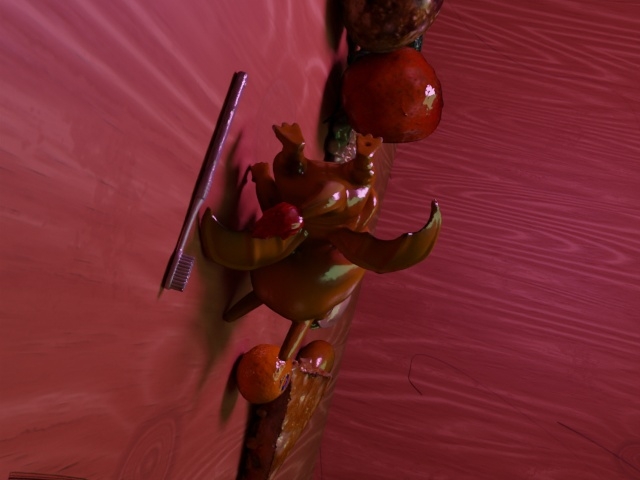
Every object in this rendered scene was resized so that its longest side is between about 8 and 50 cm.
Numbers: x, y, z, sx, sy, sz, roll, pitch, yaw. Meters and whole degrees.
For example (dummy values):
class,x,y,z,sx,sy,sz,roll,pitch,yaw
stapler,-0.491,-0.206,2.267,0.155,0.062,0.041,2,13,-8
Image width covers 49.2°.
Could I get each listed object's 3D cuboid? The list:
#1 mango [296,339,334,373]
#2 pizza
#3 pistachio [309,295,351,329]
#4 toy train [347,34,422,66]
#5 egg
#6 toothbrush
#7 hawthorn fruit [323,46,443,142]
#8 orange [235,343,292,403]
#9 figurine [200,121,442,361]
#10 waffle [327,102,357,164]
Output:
class,x,y,z,sx,sy,sz,roll,pitch,yaw
mango,-0.032,0.414,2.214,0.138,0.113,0.253,99,18,-46
pizza,-0.094,0.417,1.840,0.440,0.130,0.406,-53,157,-40
pistachio,0.022,0.184,2.176,0.152,0.126,0.223,54,46,-31
toy train,0.175,-0.533,1.844,0.243,0.188,0.133,83,24,-66
egg,0.157,-0.555,1.587,0.289,0.238,0.238,114,0,-46
toothbrush,-0.162,-0.092,1.040,0.024,0.029,0.354,118,-11,-75
hawthorn fruit,0.148,-0.344,1.754,0.254,0.300,0.254,-25,90,-90
orange,-0.126,0.289,1.518,0.135,0.117,0.136,-39,135,-54
figurine,-0.037,-0.005,1.254,0.387,0.400,0.268,104,-30,-42
waffle,0.079,-0.317,1.984,0.292,0.056,0.309,84,24,-64
